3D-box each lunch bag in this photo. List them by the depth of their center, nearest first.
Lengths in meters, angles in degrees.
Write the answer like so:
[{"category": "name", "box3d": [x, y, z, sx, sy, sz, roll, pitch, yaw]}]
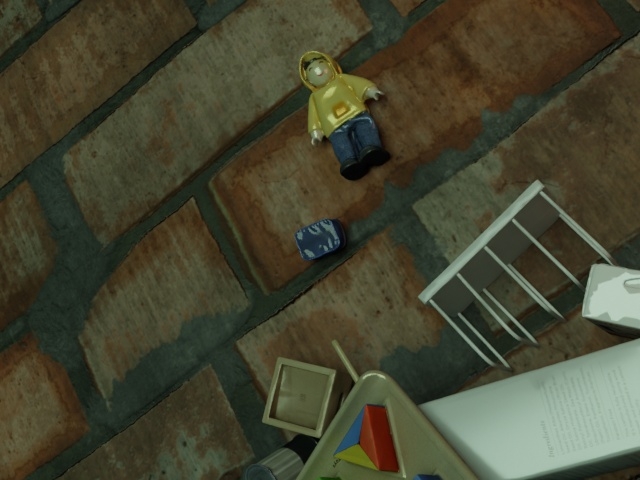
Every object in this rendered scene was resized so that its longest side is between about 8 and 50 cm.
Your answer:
[{"category": "lunch bag", "box3d": [0.000, 0.000, 1.969, 0.098, 0.065, 0.067, -22, 83, 19]}]

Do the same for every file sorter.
[{"category": "file sorter", "box3d": [0.345, 0.072, 1.704, 0.277, 0.193, 0.173, -45, 65, 9]}]

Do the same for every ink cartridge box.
[{"category": "ink cartridge box", "box3d": [0.520, 0.110, 1.587, 0.159, 0.218, 0.092, 11, 82, 29]}]

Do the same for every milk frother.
[{"category": "milk frother", "box3d": [-0.040, 0.447, 1.824, 0.143, 0.135, 0.129, 19, 118, 34]}]

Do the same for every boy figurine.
[{"category": "boy figurine", "box3d": [0.044, -0.268, 2.006, 0.177, 0.092, 0.285, -30, 68, 20]}]

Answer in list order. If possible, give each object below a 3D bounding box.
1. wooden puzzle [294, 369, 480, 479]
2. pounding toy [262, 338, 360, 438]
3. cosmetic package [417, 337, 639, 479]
[{"category": "wooden puzzle", "box3d": [0.089, 0.422, 1.544, 0.348, 0.080, 0.322, 45, 112, 40]}, {"category": "pounding toy", "box3d": [0.020, 0.277, 1.864, 0.206, 0.094, 0.181, 9, 81, 28]}, {"category": "cosmetic package", "box3d": [0.360, 0.307, 1.609, 0.453, 0.230, 0.161, -21, 67, 20]}]
